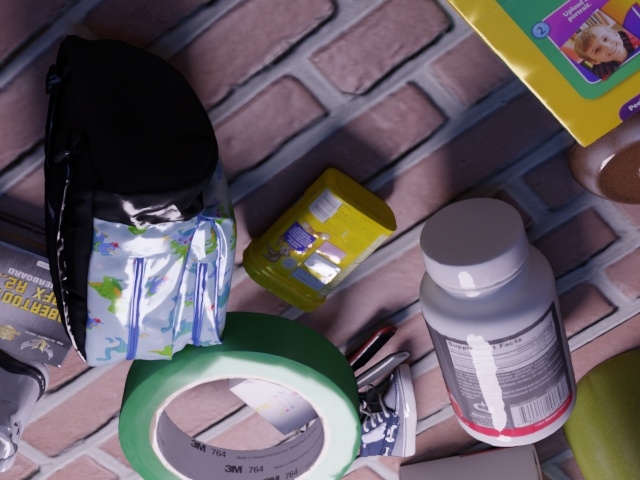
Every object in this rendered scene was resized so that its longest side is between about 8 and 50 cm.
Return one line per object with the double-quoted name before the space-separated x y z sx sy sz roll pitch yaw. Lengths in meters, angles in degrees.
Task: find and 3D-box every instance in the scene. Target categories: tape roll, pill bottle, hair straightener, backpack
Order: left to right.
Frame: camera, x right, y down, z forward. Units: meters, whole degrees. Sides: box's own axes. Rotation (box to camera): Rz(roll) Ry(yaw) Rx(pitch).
"backpack" -0.210 -0.010 1.244 0.273 0.290 0.356 4 129 -28
"tape roll" -0.107 0.237 1.451 0.321 0.077 0.321 0 129 0
"hair straightener" 0.048 0.223 1.554 0.230 0.089 0.047 -45 152 27
"pill bottle" 0.228 0.106 1.415 0.176 0.176 0.319 -14 127 8

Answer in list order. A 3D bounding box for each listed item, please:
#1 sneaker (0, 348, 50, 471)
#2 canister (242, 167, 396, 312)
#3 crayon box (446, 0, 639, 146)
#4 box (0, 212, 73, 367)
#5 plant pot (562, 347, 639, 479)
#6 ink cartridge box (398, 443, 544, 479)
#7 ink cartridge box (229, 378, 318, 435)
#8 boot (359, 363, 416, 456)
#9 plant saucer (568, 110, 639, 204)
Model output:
"sneaker" -0.565 0.240 1.466 0.365 0.210 0.137 -2 128 0
"canister" 0.000 0.000 1.389 0.126 0.073 0.170 33 119 -25
"crayon box" 0.326 -0.320 1.131 0.363 0.106 0.313 -37 120 23
"box" -0.416 0.058 1.427 0.231 0.056 0.183 23 123 -19
"plant pot" 0.512 0.350 1.544 0.274 0.294 0.275 -1 129 -2
"ink cartridge box" 0.269 0.486 1.746 0.226 0.131 0.306 -14 126 9
"ink cartridge box" -0.050 0.198 1.530 0.090 0.092 0.143 -32 124 21
"boot" 0.095 0.259 1.597 0.086 0.069 0.190 -5 130 -2
"plant saucer" 0.405 -0.098 1.313 0.198 0.036 0.199 -4 148 -2
